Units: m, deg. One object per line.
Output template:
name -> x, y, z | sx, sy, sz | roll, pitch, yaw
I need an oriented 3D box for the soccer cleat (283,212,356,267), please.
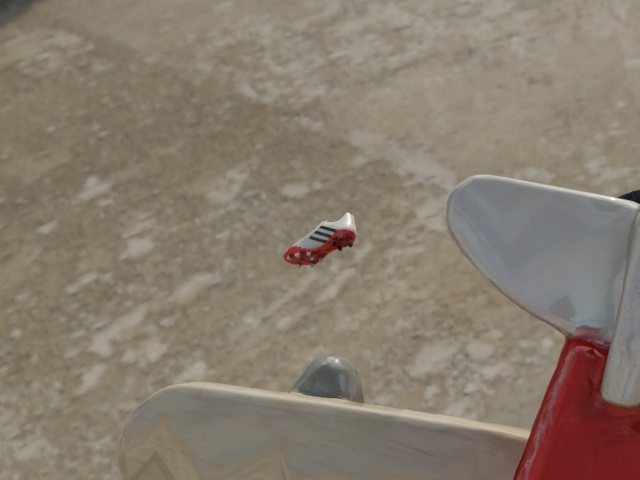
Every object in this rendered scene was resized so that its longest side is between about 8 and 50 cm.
soccer cleat -> 0.000, 0.000, 1.157 | 0.083, 0.029, 0.035 | -25, 43, 33

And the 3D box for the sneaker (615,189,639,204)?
sneaker -> 0.380, -0.029, 1.225 | 0.209, 0.069, 0.082 | -16, -7, 17

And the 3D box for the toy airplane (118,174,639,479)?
toy airplane -> 0.128, 0.161, 0.566 | 0.384, 0.272, 0.386 | -31, 63, 4
